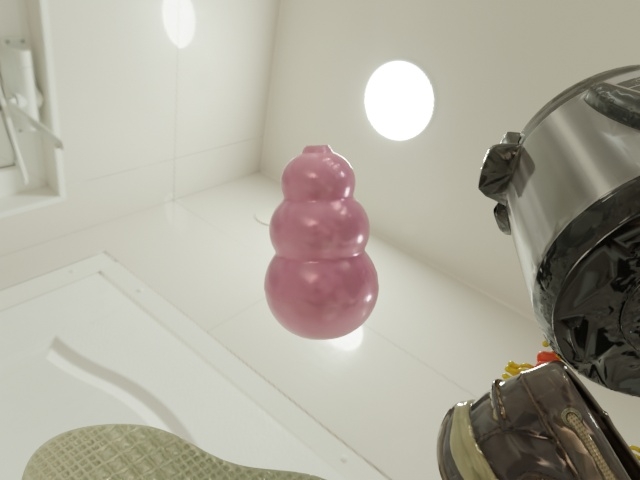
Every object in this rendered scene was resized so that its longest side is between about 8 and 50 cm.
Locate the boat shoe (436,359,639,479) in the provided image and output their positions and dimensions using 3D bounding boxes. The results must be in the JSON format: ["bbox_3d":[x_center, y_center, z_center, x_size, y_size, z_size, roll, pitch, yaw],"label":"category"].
[{"bbox_3d":[0.234,0.231,0.314,0.355,0.132,0.130,46,-68,12],"label":"boat shoe"}]

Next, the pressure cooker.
[{"bbox_3d":[0.454,-0.043,0.709,0.375,0.420,0.370,-34,-67,30],"label":"pressure cooker"}]

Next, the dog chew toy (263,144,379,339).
[{"bbox_3d":[0.000,0.000,0.878,0.207,0.207,0.331,7,-76,38],"label":"dog chew toy"}]

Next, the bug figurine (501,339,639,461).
[{"bbox_3d":[0.386,0.284,0.702,0.279,0.216,0.072,37,-44,9],"label":"bug figurine"}]

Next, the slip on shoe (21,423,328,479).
[{"bbox_3d":[-0.128,0.277,0.502,0.331,0.123,0.101,19,-63,-12],"label":"slip on shoe"}]
